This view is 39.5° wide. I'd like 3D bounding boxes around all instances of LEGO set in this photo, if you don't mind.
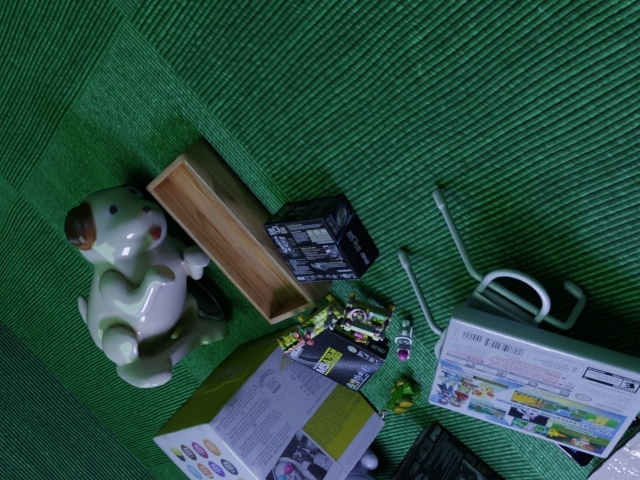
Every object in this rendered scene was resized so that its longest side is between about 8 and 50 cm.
[{"bbox_3d":[0.038,0.184,1.776,0.287,0.107,0.132,-2,114,14],"label":"LEGO set"}]

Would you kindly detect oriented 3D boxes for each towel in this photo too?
[{"bbox_3d":[0.610,0.428,1.595,0.187,0.049,0.282,34,146,14],"label":"towel"}]

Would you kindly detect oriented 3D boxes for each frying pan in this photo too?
[{"bbox_3d":[-0.360,0.116,2.246,0.326,0.053,0.197,35,144,13],"label":"frying pan"}]

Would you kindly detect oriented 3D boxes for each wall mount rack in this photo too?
[{"bbox_3d":[0.264,0.088,1.517,0.304,0.130,0.350,34,146,7],"label":"wall mount rack"}]

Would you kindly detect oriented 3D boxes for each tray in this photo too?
[{"bbox_3d":[-0.174,-0.011,1.896,0.411,0.076,0.203,48,146,-9],"label":"tray"}]

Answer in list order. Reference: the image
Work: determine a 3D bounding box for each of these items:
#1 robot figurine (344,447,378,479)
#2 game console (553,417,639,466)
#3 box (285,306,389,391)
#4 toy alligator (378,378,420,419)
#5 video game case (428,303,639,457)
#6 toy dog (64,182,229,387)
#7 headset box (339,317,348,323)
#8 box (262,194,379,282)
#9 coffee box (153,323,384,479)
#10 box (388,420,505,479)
[{"bbox_3d":[0.060,0.646,2.192,0.200,0.299,0.353,20,-178,-13],"label":"robot figurine"},{"bbox_3d":[0.467,0.320,1.597,0.144,0.124,0.085,42,173,2],"label":"game console"},{"bbox_3d":[0.034,0.240,1.932,0.184,0.045,0.190,27,145,-3],"label":"box"},{"bbox_3d":[0.180,0.351,1.957,0.051,0.056,0.189,4,148,-15],"label":"toy alligator"},{"bbox_3d":[0.358,0.242,1.490,0.329,0.036,0.300,16,145,10],"label":"video game case"},{"bbox_3d":[-0.425,0.067,2.061,0.396,0.285,0.407,14,122,43],"label":"toy dog"},{"bbox_3d":[0.022,0.188,1.950,0.062,0.032,0.083,38,145,6],"label":"headset box"},{"bbox_3d":[0.000,0.000,1.722,0.180,0.077,0.147,-7,123,49],"label":"box"},{"bbox_3d":[-0.126,0.449,2.116,0.334,0.338,0.338,49,146,-9],"label":"coffee box"},{"bbox_3d":[0.253,0.575,1.895,0.242,0.307,0.076,40,140,3],"label":"box"}]
